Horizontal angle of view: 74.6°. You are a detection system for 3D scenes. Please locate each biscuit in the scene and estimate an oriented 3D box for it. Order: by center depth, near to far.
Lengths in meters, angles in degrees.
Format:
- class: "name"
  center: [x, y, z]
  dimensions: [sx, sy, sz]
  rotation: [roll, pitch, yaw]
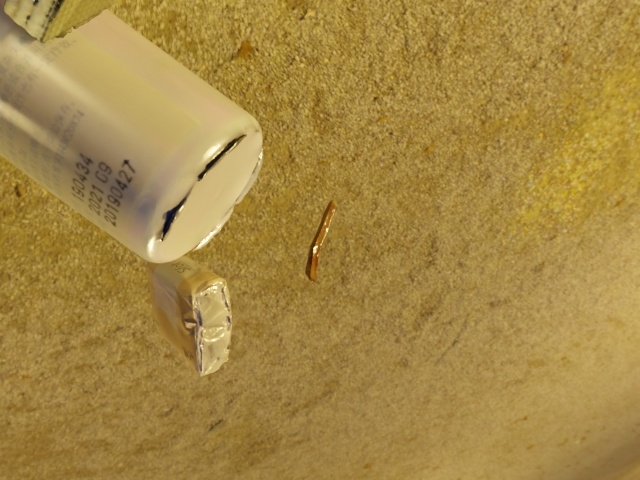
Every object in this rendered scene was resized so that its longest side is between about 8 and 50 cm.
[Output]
- class: "biscuit"
  center: [-0.174, -0.292, 0.391]
  dimensions: [0.150, 0.252, 0.052]
  rotation: [-24, 123, 40]

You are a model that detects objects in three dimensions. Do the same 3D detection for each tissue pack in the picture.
- class: "tissue pack"
  center: [-0.262, 0.135, 0.833]
  dimensions: [0.090, 0.222, 0.186]
  rotation: [-14, 115, -38]

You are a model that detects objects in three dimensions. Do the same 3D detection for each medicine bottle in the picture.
- class: "medicine bottle"
  center: [-0.271, -0.157, 0.501]
  dimensions: [0.379, 0.213, 0.213]
  rotation: [37, 114, 0]

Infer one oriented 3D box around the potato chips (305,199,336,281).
- class: "potato chips"
  center: [0.000, 0.000, 0.983]
  dimensions: [0.026, 0.204, 0.037]
  rotation: [30, 157, -32]
